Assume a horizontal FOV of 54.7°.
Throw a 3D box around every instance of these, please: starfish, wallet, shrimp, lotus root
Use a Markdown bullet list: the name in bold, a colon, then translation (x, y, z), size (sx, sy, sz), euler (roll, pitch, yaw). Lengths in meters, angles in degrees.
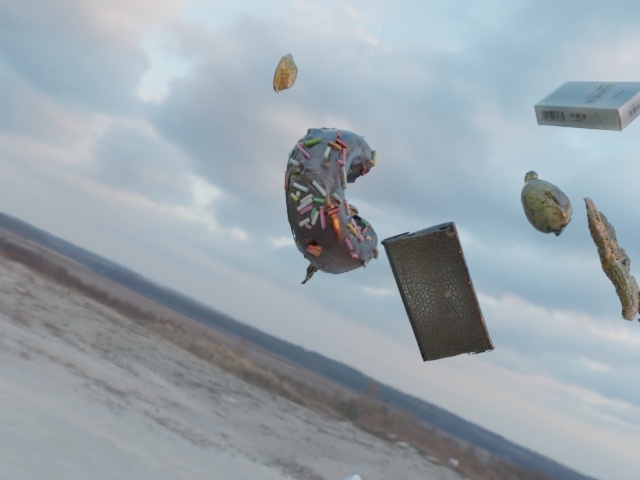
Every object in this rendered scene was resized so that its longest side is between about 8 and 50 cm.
- **starfish**: translation (0.475, 0.030, 1.002), size (0.043, 0.227, 0.241), euler (-24, -72, 25)
- **wallet**: translation (0.206, 0.093, 1.082), size (0.132, 0.243, 0.039), euler (-16, 14, 19)
- **shrimp**: translation (0.001, 0.001, 1.662), size (0.117, 0.262, 0.066), euler (27, 16, -41)
- **lotus root**: translation (0.661, -0.110, 1.839), size (0.214, 0.138, 0.138), euler (66, 11, 28)

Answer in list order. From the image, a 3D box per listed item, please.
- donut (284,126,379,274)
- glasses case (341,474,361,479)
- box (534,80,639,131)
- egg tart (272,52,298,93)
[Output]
- **donut**: translation (0.030, -0.100, 1.390), size (0.136, 0.345, 0.259), euler (-6, -8, 28)
- **glasses case**: translation (0.006, 0.525, 1.207), size (0.049, 0.197, 0.076), euler (49, 18, 15)
- **box**: translation (0.708, -0.355, 1.617), size (0.242, 0.155, 0.067), euler (18, -40, 51)
- **egg tart**: translation (-0.106, -0.511, 1.912), size (0.049, 0.129, 0.129), euler (24, -11, 10)
